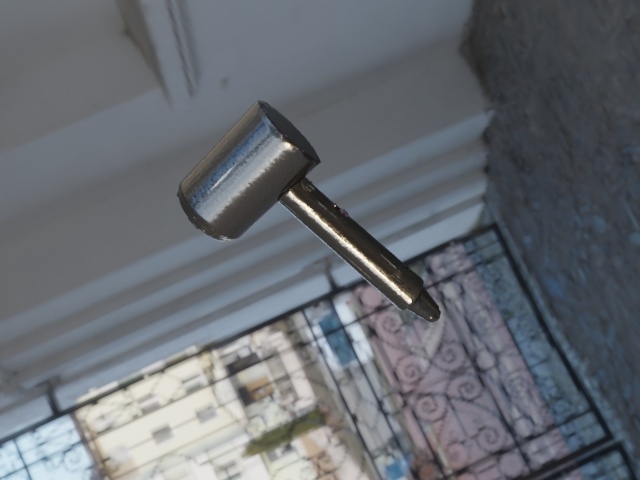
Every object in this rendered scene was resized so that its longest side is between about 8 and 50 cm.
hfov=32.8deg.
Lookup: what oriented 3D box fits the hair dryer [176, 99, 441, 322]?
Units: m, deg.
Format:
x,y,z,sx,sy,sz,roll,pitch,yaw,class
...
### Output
x,y,z,sx,sy,sz,roll,pitch,yaw,class
0.001,-0.001,0.933,0.248,0.114,0.070,41,-160,-17,hair dryer
